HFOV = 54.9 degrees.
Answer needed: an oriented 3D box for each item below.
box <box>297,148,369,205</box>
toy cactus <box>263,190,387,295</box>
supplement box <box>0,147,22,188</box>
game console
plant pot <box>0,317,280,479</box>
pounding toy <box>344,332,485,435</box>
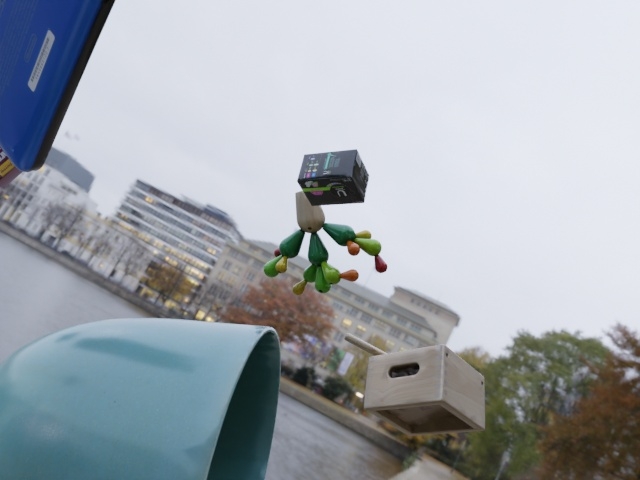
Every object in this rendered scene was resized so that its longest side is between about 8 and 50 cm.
[{"bbox_3d":[0.019,-0.089,0.877,0.083,0.052,0.062,-3,-35,24],"label":"box"},{"bbox_3d":[0.000,0.000,1.066,0.219,0.180,0.112,-11,4,30],"label":"toy cactus"},{"bbox_3d":[-0.447,-0.120,0.836,0.083,0.055,0.043,45,-12,-6],"label":"supplement box"},{"bbox_3d":[-0.288,-0.267,0.699,0.250,0.293,0.173,50,36,12],"label":"game console"},{"bbox_3d":[-0.187,0.206,0.592,0.235,0.293,0.293,10,-15,7],"label":"plant pot"},{"bbox_3d":[0.117,0.179,0.788,0.141,0.100,0.130,-17,-42,35],"label":"pounding toy"}]
